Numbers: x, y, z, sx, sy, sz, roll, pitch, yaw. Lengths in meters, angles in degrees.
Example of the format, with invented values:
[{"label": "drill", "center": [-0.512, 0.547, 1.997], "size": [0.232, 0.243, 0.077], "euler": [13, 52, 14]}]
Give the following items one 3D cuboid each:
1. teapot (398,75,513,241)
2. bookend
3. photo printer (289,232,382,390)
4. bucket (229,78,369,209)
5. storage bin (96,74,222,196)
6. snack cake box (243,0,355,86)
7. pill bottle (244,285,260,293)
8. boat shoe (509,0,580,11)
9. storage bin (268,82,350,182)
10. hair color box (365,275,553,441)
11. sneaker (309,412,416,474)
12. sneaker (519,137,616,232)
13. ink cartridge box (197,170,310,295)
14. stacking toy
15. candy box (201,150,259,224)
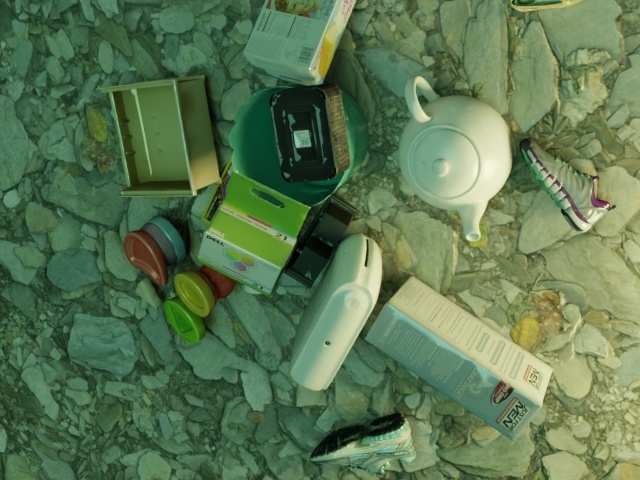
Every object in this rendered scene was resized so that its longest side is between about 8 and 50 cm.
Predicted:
[{"label": "teapot", "center": [0.259, -0.172, 1.652], "size": [0.256, 0.187, 0.252], "euler": [26, 115, 15]}, {"label": "bookend", "center": [0.000, 0.000, 1.834], "size": [0.072, 0.157, 0.156], "euler": [32, 118, -3]}, {"label": "photo printer", "center": [0.041, 0.143, 1.819], "size": [0.107, 0.256, 0.307], "euler": [24, 116, -6]}, {"label": "bucket", "center": [-0.037, -0.214, 1.771], "size": [0.281, 0.183, 0.281], "euler": [7, 109, 21]}, {"label": "storage bin", "center": [-0.384, -0.245, 1.935], "size": [0.260, 0.123, 0.262], "euler": [1, 108, 30]}, {"label": "snack cake box", "center": [-0.032, -0.457, 1.667], "size": [0.152, 0.089, 0.264], "euler": [18, 79, 19]}, {"label": "pill bottle", "center": [-0.151, 0.037, 1.954], "size": [0.094, 0.094, 0.169], "euler": [7, 109, 22]}, {"label": "boat shoe", "center": [0.437, -0.466, 1.554], "size": [0.153, 0.048, 0.056], "euler": [-3, 106, 25]}, {"label": "storage bin", "center": [-0.020, -0.211, 1.613], "size": [0.122, 0.084, 0.180], "euler": [-3, 105, 23]}, {"label": "hair color box", "center": [0.302, 0.246, 1.772], "size": [0.374, 0.185, 0.114], "euler": [33, 117, 11]}, {"label": "sneaker", "center": [0.102, 0.523, 1.999], "size": [0.283, 0.110, 0.122], "euler": [-22, 101, 28]}, {"label": "sneaker", "center": [0.491, -0.128, 1.641], "size": [0.098, 0.083, 0.224], "euler": [-36, 95, 8]}, {"label": "ink cartridge box", "center": [-0.150, -0.012, 1.769], "size": [0.189, 0.097, 0.255], "euler": [26, 146, 0]}, {"label": "stacking toy", "center": [-0.343, 0.093, 2.065], "size": [0.309, 0.130, 0.279], "euler": [39, 145, 21]}, {"label": "candy box", "center": [-0.203, -0.106, 1.968], "size": [0.105, 0.027, 0.206], "euler": [34, 117, 8]}]
